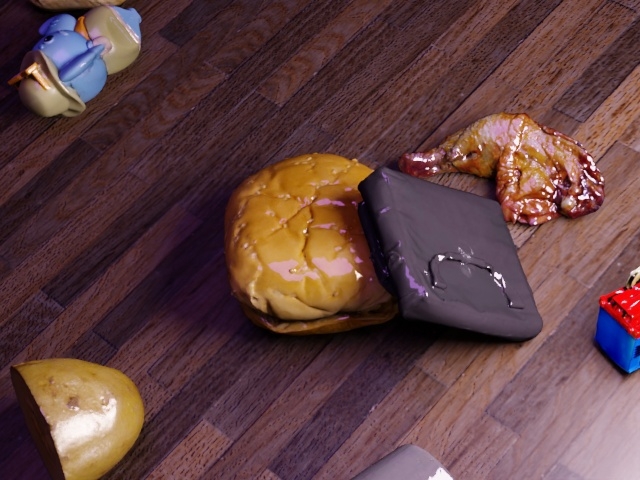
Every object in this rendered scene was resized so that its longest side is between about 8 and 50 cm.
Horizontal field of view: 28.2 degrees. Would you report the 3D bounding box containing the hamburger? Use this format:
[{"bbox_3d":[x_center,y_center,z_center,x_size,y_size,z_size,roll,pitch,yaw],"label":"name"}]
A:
[{"bbox_3d":[0.000,0.000,1.883,0.318,0.158,0.319,-4,49,4],"label":"hamburger"}]

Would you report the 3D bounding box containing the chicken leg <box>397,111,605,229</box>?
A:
[{"bbox_3d":[0.282,-0.108,1.956,0.322,0.083,0.177,30,80,25],"label":"chicken leg"}]

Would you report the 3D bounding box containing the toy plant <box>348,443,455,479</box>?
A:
[{"bbox_3d":[0.006,0.432,1.556,0.400,0.279,0.185,-35,12,-20],"label":"toy plant"}]

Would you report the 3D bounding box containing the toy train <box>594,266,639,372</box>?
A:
[{"bbox_3d":[0.480,0.084,1.751,0.204,0.131,0.083,-24,47,-20],"label":"toy train"}]

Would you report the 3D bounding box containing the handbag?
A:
[{"bbox_3d":[0.180,0.026,1.784,0.088,0.275,0.244,-41,51,32],"label":"handbag"}]

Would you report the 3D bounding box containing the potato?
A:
[{"bbox_3d":[-0.328,0.240,1.780,0.158,0.178,0.203,-23,38,-26],"label":"potato"}]

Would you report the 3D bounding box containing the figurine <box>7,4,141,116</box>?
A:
[{"bbox_3d":[-0.425,-0.313,2.215,0.180,0.154,0.262,6,39,26],"label":"figurine"}]

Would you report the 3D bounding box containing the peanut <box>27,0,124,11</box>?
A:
[{"bbox_3d":[-0.450,-0.477,2.348,0.236,0.110,0.120,-2,58,21],"label":"peanut"}]
